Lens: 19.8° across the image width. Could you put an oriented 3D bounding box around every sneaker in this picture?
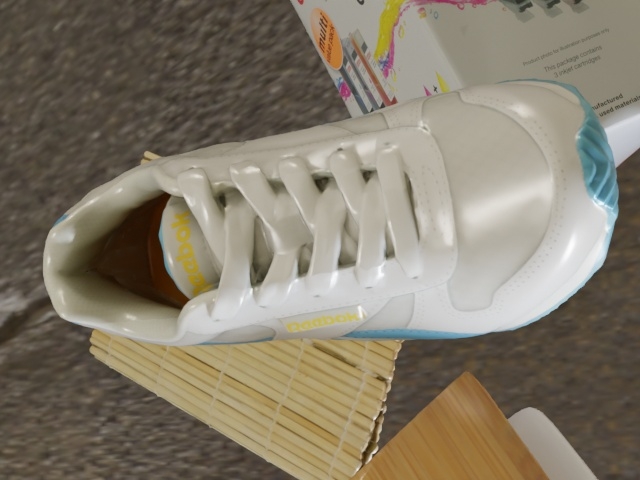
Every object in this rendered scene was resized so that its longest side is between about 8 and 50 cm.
[{"bbox_3d":[0.000,0.000,0.641,0.092,0.228,0.087,-8,85,-48],"label":"sneaker"}]

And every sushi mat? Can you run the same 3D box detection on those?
[{"bbox_3d":[-0.048,0.046,1.155,0.019,0.316,0.151,16,94,-38],"label":"sushi mat"}]

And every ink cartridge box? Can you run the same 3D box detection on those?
[{"bbox_3d":[0.082,-0.108,0.940,0.127,0.128,0.176,-23,78,-22],"label":"ink cartridge box"}]

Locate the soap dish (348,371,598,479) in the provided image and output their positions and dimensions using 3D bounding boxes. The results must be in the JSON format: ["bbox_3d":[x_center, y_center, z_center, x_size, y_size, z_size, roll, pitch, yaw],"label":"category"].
[{"bbox_3d":[0.094,0.237,0.778,0.118,0.229,0.291,-14,47,-22],"label":"soap dish"}]
